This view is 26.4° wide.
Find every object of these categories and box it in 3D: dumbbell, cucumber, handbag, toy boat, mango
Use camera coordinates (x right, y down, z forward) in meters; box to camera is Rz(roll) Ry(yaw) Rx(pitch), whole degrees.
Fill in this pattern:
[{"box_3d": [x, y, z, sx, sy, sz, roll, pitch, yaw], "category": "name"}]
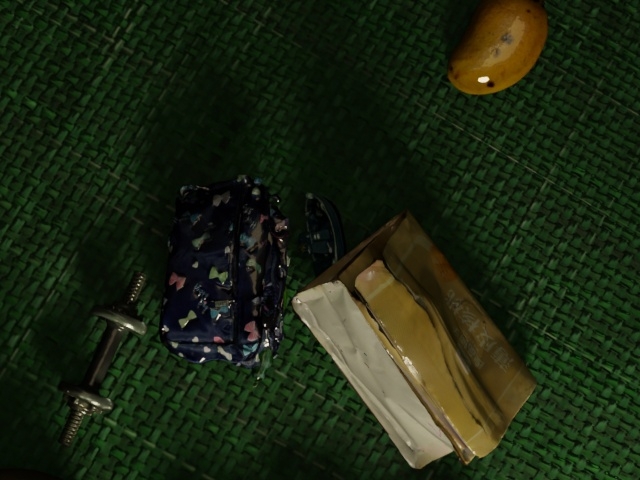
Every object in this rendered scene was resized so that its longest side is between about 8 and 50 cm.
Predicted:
[{"box_3d": [-0.295, 0.159, 1.844, 0.082, 0.081, 0.254, 24, 79, -3], "category": "dumbbell"}, {"box_3d": [-0.075, 0.131, 1.901, 0.037, 0.037, 0.155, 14, 77, -5], "category": "cucumber"}, {"box_3d": [-0.124, 0.044, 1.859, 0.162, 0.113, 0.260, -1, 81, 23], "category": "handbag"}, {"box_3d": [0.000, 0.000, 1.918, 0.061, 0.060, 0.137, -2, 86, -36], "category": "toy boat"}, {"box_3d": [0.264, -0.287, 1.989, 0.115, 0.090, 0.178, 28, 81, 8], "category": "mango"}]

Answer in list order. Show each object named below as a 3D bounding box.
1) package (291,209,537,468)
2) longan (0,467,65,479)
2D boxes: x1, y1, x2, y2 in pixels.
[{"box_3d": [0.143, 0.140, 1.837, 0.221, 0.165, 0.311, -37, 98, -11], "category": "package"}, {"box_3d": [-0.377, 0.431, 1.694, 0.297, 0.297, 0.297, 1, 80, -7], "category": "longan"}]
